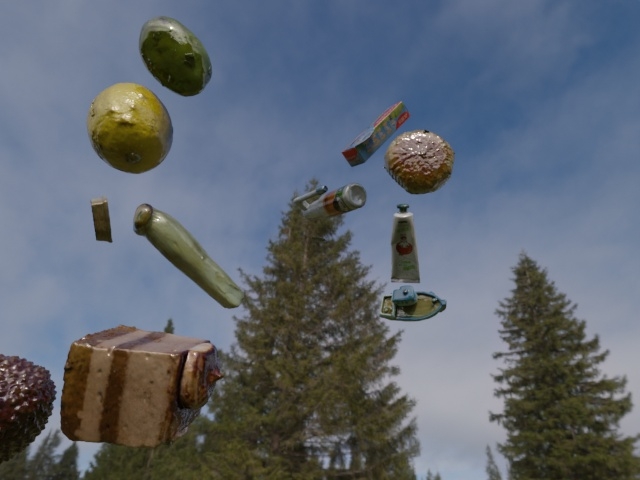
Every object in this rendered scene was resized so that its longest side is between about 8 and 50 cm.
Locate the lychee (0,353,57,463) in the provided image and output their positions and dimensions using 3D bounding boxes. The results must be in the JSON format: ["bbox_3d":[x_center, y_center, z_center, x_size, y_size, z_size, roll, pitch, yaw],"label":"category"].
[{"bbox_3d":[-0.701,0.360,0.965,0.272,0.271,0.271,1,-34,1],"label":"lychee"}]

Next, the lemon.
[{"bbox_3d":[-0.584,-0.346,1.375,0.261,0.283,0.260,-23,-11,-5],"label":"lemon"}]

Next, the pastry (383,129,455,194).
[{"bbox_3d":[0.288,-0.231,1.289,0.182,0.192,0.093,-41,-19,-6],"label":"pastry"}]

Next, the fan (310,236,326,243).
[{"bbox_3d":[0.000,0.000,1.718,0.056,0.004,0.083,-2,-19,37],"label":"fan"}]

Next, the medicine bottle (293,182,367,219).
[{"bbox_3d":[0.014,-0.095,1.080,0.092,0.061,0.221,38,-25,-21],"label":"medicine bottle"}]

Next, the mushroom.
[{"bbox_3d":[-0.301,0.037,1.022,0.312,0.081,0.100,46,-18,-15],"label":"mushroom"}]

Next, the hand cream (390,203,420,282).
[{"bbox_3d":[0.346,0.018,1.835,0.121,0.076,0.335,-1,-75,15],"label":"hand cream"}]

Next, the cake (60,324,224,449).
[{"bbox_3d":[-0.339,0.294,0.906,0.293,0.198,0.196,5,-3,6],"label":"cake"}]

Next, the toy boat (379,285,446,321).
[{"bbox_3d":[0.257,0.183,1.284,0.215,0.088,0.102,-5,-31,30],"label":"toy boat"}]

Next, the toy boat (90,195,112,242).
[{"bbox_3d":[-0.867,-0.077,1.765,0.061,0.116,0.188,-9,-69,-27],"label":"toy boat"}]

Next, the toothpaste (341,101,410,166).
[{"bbox_3d":[0.134,-0.241,0.994,0.044,0.193,0.070,53,-29,-19],"label":"toothpaste"}]

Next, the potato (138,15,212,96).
[{"bbox_3d":[-0.445,-0.561,1.372,0.186,0.148,0.253,-25,-84,23],"label":"potato"}]
